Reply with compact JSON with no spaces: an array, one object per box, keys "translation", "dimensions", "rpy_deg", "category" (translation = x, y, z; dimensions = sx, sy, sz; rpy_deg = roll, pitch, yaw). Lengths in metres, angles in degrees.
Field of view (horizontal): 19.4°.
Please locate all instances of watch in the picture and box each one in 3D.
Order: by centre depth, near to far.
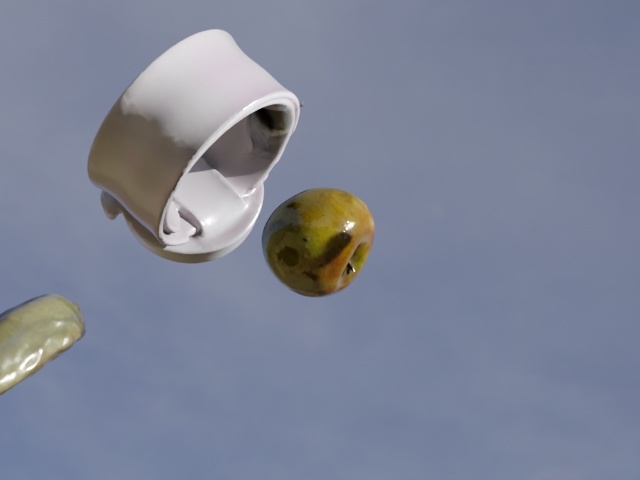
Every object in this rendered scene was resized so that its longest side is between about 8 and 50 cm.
[{"translation":[-0.126,-0.120,1.885],"dimensions":[0.196,0.244,0.231],"rpy_deg":[40,-22,17],"category":"watch"}]

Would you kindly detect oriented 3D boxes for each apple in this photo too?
[{"translation":[0.000,0.000,1.448],"dimensions":[0.074,0.089,0.089],"rpy_deg":[47,-19,20],"category":"apple"}]

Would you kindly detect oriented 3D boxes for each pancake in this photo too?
[{"translation":[-0.291,0.128,1.341],"dimensions":[0.049,0.294,0.294],"rpy_deg":[54,-36,-5],"category":"pancake"}]
